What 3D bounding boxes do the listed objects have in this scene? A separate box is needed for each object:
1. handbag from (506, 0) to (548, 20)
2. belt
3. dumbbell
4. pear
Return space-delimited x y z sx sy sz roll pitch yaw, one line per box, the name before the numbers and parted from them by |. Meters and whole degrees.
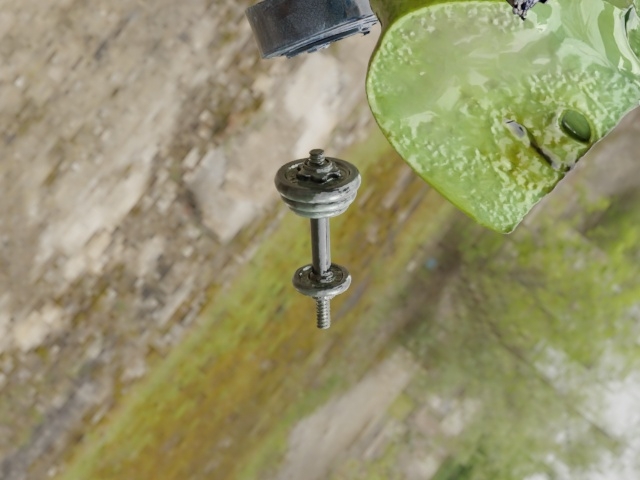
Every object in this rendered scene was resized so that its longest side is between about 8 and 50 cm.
handbag | 0.183 -0.296 1.203 0.208 0.127 0.228 -44 154 -6
belt | -0.002 -0.273 1.831 0.190 0.082 0.141 -17 -177 34
dumbbell | 0.000 0.000 1.944 0.110 0.110 0.254 -42 137 -51
pear | 0.169 -0.191 1.518 0.286 0.282 0.176 -51 -166 43
